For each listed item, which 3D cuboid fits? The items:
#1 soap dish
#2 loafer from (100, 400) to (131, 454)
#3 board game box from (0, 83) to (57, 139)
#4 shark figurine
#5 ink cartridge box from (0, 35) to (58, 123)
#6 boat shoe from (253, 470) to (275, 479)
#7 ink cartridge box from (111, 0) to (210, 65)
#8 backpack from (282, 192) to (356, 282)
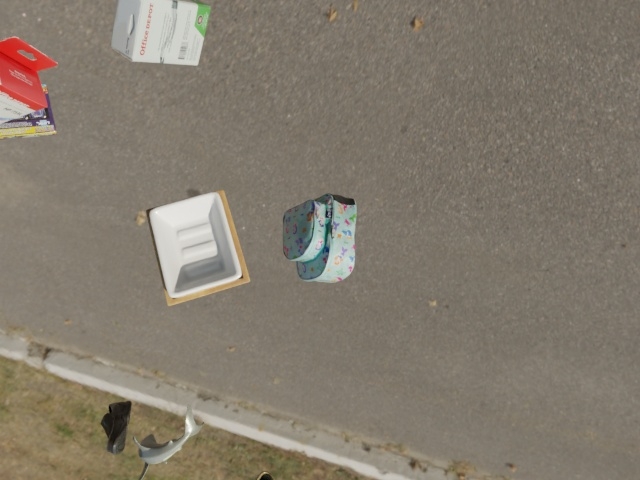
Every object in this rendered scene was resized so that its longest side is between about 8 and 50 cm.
[{"bbox_3d":[-0.345,0.021,1.419,0.228,0.291,0.118,-17,163,-7],"label":"soap dish"},{"bbox_3d":[-0.615,0.557,1.494,0.078,0.220,0.080,7,100,-15],"label":"loafer"},{"bbox_3d":[-0.853,-0.363,1.419,0.048,0.170,0.141,-1,100,63],"label":"board game box"},{"bbox_3d":[-0.466,0.574,1.422,0.278,0.166,0.116,-30,110,31],"label":"shark figurine"},{"bbox_3d":[-0.598,-0.268,0.894,0.231,0.134,0.078,-19,88,3],"label":"ink cartridge box"},{"bbox_3d":[-0.110,0.521,0.839,0.104,0.285,0.089,11,107,-11],"label":"boat shoe"},{"bbox_3d":[-0.380,-0.511,1.200,0.087,0.208,0.153,34,119,20],"label":"ink cartridge box"},{"bbox_3d":[0.000,0.000,1.503,0.191,0.254,0.225,2,169,-34],"label":"backpack"}]
